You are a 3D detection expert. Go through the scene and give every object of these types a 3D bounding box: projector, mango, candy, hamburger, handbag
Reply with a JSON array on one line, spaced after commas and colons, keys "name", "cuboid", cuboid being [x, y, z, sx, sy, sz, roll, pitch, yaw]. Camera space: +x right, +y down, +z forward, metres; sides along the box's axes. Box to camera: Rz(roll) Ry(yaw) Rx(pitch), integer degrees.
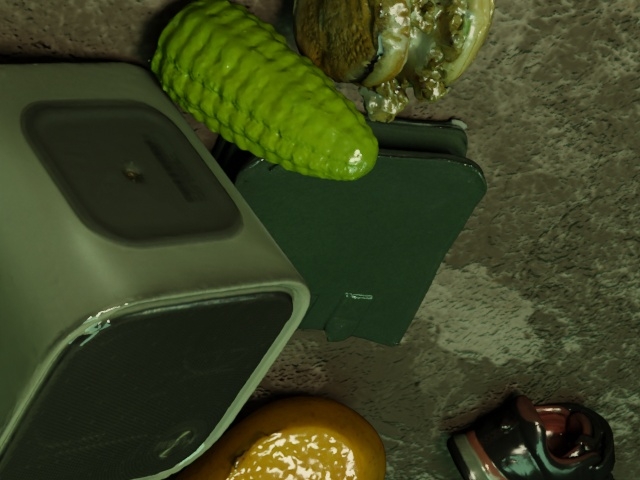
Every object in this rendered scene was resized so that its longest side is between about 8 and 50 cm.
[{"name": "projector", "cuboid": [-0.195, 0.033, 1.334, 0.248, 0.249, 0.249, -7, 140, -45]}, {"name": "mango", "cuboid": [-0.069, 0.269, 1.723, 0.290, 0.160, 0.191, -33, 178, -21]}, {"name": "candy", "cuboid": [-0.037, -0.109, 1.330, 0.096, 0.209, 0.097, -37, 148, -28]}, {"name": "hamburger", "cuboid": [0.065, -0.177, 1.342, 0.131, 0.159, 0.185, 1, 114, -29]}, {"name": "handbag", "cuboid": [0.000, -0.002, 1.558, 0.247, 0.079, 0.260, 3, 133, -26]}]

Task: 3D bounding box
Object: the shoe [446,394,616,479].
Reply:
[{"name": "shoe", "cuboid": [0.274, 0.247, 1.927, 0.291, 0.114, 0.137, 26, 114, -37]}]
